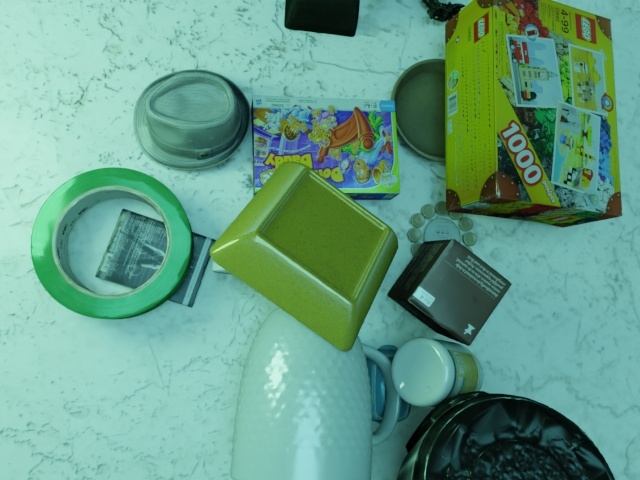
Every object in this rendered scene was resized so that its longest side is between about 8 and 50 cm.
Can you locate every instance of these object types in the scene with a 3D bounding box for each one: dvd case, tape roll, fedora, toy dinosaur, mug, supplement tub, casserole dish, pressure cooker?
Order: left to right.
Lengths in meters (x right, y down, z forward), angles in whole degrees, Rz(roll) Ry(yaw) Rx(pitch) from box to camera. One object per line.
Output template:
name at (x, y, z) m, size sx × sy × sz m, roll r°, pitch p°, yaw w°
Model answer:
tape roll at (-0.439, 0.007, 1.109) m, size 0.320 × 0.077 × 0.322 m, roll 2°, pitch 80°, yaw -10°
dvd case at (-0.368, 0.040, 1.165) m, size 0.221 × 0.018 × 0.165 m, roll 19°, pitch 78°, yaw -6°
fedora at (-0.295, -0.291, 1.163) m, size 0.275 × 0.124 × 0.244 m, roll -1°, pitch 82°, yaw -7°
mug at (0.010, 0.322, 1.079) m, size 0.373 × 0.276 × 0.329 m, roll 13°, pitch 68°, yaw -26°
casserole dish at (0.163, 0.342, 1.210) m, size 0.114 × 0.037 × 0.189 m, roll 3°, pitch 80°, yaw -10°
toy dinosaur at (0.294, -0.698, 1.354) m, size 0.321 × 0.164 × 0.219 m, roll -32°, pitch 73°, yaw 5°
supplement tub at (0.264, 0.293, 1.141) m, size 0.199 × 0.144 × 0.145 m, roll 20°, pitch 75°, yaw -48°
pressure cooker at (0.330, 0.530, 1.028) m, size 0.369 × 0.421 × 0.376 m, roll 25°, pitch 63°, yaw 15°

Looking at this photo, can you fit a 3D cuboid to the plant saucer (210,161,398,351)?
plant saucer at (0.000, 0.000, 1.050) m, size 0.332 × 0.081 × 0.333 m, roll 36°, pitch 49°, yaw -4°

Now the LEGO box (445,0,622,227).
LEGO box at (0.511, -0.305, 1.256) m, size 0.372 × 0.193 × 0.501 m, roll 5°, pitch 81°, yaw -21°

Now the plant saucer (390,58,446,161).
plant saucer at (0.310, -0.332, 1.333) m, size 0.277 × 0.041 × 0.278 m, roll 1°, pitch 82°, yaw -10°

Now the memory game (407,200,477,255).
memory game at (0.307, -0.008, 1.300) m, size 0.186 × 0.012 × 0.186 m, roll 2°, pitch 82°, yaw -11°

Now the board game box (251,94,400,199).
board game box at (0.010, -0.218, 1.241) m, size 0.346 × 0.078 × 0.234 m, roll -1°, pitch 82°, yaw -11°

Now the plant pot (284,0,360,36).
plant pot at (0.015, -0.635, 1.259) m, size 0.187 × 0.167 × 0.188 m, roll 3°, pitch 82°, yaw -9°

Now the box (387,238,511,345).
box at (0.283, 0.112, 1.173) m, size 0.168 × 0.203 × 0.167 m, roll 38°, pitch 84°, yaw -4°

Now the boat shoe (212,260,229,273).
boat shoe at (-0.097, 0.020, 1.173) m, size 0.300 × 0.108 × 0.102 m, roll -5°, pitch 83°, yaw -14°
